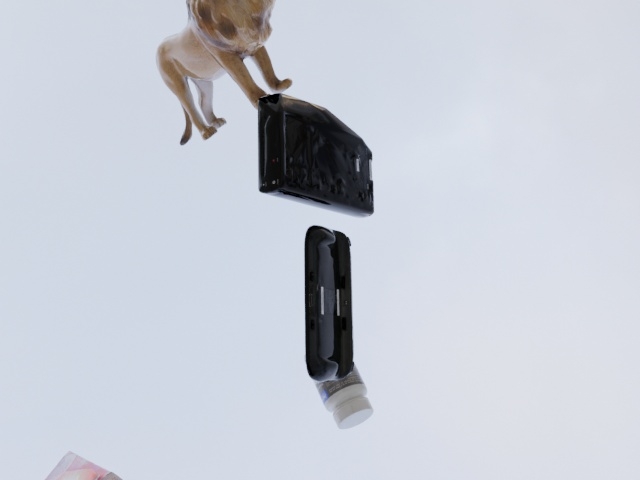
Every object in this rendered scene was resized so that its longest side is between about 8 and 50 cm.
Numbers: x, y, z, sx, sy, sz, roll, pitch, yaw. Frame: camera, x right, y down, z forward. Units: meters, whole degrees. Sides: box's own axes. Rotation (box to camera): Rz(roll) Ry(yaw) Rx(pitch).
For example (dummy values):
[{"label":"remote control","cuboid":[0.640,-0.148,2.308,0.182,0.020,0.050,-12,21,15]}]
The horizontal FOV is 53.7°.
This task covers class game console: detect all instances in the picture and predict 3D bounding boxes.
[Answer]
[{"label":"game console","cuboid":[0.000,0.000,0.824,0.044,0.213,0.361,-9,-102,36]}]

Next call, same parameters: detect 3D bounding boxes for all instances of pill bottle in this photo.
[{"label":"pill bottle","cuboid":[0.031,0.238,1.056,0.078,0.078,0.137,-17,-125,-15]}]

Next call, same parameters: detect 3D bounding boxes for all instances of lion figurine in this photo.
[{"label":"lion figurine","cuboid":[-0.188,-0.310,1.041,0.240,0.392,0.142,56,-135,-15]}]

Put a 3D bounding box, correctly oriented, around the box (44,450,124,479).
[{"label":"box","cuboid":[-0.170,0.365,0.629,0.300,0.154,0.142,49,-123,-20]}]
